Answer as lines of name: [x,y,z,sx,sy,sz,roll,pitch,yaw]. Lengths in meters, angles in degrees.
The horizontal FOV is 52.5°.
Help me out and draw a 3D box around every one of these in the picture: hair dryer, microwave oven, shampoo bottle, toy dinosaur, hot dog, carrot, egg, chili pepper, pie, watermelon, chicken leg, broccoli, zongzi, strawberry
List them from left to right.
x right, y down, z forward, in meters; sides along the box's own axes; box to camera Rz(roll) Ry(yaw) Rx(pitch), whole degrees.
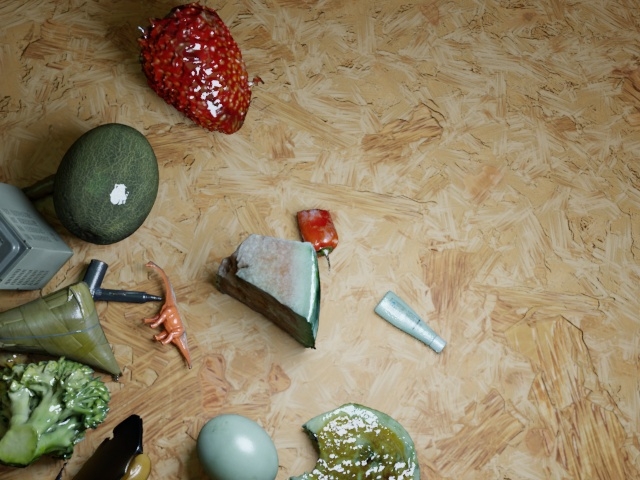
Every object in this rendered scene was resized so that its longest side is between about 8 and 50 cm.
chicken leg: [-0.749,0.221,1.499,0.101,0.085,0.207,-36,66,-5]
microwave oven: [-0.740,-0.011,1.520,0.145,0.194,0.240,-46,77,9]
carrot: [-0.754,-0.116,1.654,0.255,0.049,0.049,-24,72,-9]
broccoli: [-0.602,0.369,1.351,0.248,0.245,0.288,40,87,-5]
zongzi: [-0.593,0.242,1.459,0.228,0.115,0.256,-23,109,-16]
hot dog: [-0.466,0.535,1.374,0.326,0.107,0.194,-39,34,4]
hair dryer: [-0.492,0.152,1.566,0.195,0.050,0.173,17,70,-1]
toy dinosaur: [-0.371,0.181,1.547,0.101,0.055,0.279,-24,85,-38]
strawberry: [-0.304,-0.456,1.725,0.343,0.292,0.292,41,70,-7]
egg: [-0.179,0.461,1.405,0.192,0.149,0.149,37,70,9]
watermelon: [-0.091,0.098,1.504,0.302,0.264,0.151,33,68,12]
chili pepper: [0.000,0.000,1.645,0.086,0.084,0.192,-24,66,21]
pie: [0.080,0.513,1.450,0.303,0.067,0.302,2,69,-4]
shampoo bottle: [0.226,0.205,1.600,0.191,0.041,0.069,37,64,10]

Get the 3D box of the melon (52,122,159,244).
melon: [-0.513,-0.140,1.575,0.238,0.237,0.301,11,62,0]
